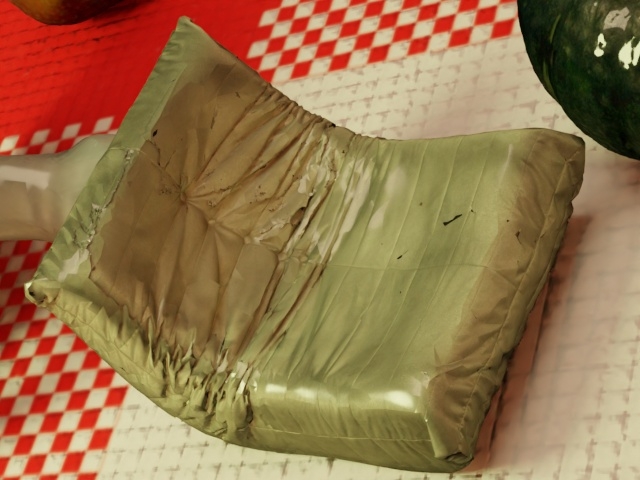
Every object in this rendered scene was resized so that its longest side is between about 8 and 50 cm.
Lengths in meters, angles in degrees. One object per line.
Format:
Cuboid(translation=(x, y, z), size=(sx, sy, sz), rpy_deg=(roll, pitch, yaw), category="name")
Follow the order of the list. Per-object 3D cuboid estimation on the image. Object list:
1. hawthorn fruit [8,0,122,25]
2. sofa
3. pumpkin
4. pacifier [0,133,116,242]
Cuboid(translation=(-0.208, -0.259, 1.385), size=(0.163, 0.162, 0.203), rpy_deg=(-37, 24, 2), category="hawthorn fruit")
Cuboid(translation=(0.000, 0.000, 0.950), size=(0.225, 0.176, 0.210), rpy_deg=(4, 56, 40), category="sofa")
Cuboid(translation=(0.209, -0.143, 0.944), size=(0.212, 0.152, 0.211), rpy_deg=(-10, 58, 17), category="pumpkin")
Cuboid(translation=(-0.226, -0.035, 1.133), size=(0.269, 0.288, 0.343), rpy_deg=(0, 53, 4), category="pacifier")
